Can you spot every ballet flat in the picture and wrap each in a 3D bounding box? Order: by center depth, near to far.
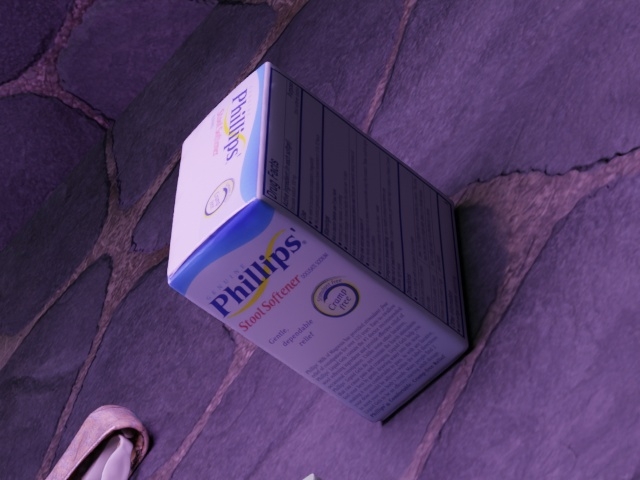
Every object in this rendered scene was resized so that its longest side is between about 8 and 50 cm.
[{"bbox_3d":[-0.321,0.350,2.345,0.106,0.107,0.316,10,67,51],"label":"ballet flat"}]

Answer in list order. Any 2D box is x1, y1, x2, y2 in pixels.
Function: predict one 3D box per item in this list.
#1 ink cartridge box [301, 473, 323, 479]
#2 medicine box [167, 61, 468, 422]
[{"bbox_3d":[-0.071,0.367,1.873,0.235,0.056,0.171,-39,27,30],"label":"ink cartridge box"},{"bbox_3d":[0.000,0.000,1.932,0.149,0.289,0.263,-43,25,26],"label":"medicine box"}]
